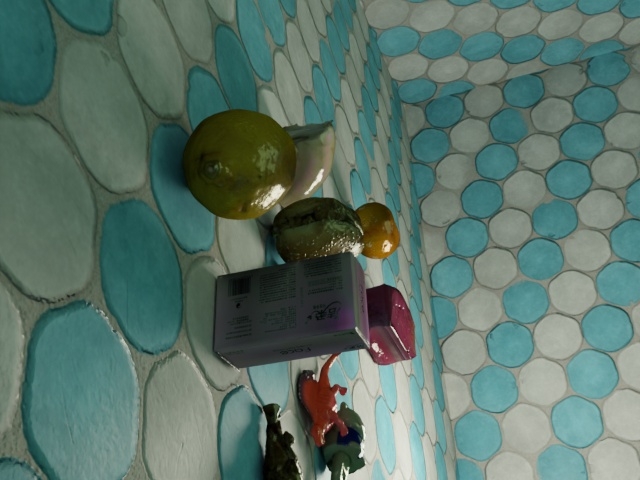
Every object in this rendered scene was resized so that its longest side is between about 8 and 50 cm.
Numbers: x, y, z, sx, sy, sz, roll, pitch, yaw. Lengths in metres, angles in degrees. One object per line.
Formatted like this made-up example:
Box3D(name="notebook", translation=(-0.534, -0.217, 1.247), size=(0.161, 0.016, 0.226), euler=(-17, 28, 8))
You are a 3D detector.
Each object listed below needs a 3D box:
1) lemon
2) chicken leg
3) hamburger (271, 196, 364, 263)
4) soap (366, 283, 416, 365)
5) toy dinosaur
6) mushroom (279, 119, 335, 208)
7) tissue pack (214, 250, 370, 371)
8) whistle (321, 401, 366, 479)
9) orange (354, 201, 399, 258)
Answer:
Box3D(name="lemon", translation=(-0.136, -0.128, 1.227), size=(0.257, 0.188, 0.188), euler=(-50, 126, -73))
Box3D(name="chicken leg", translation=(-0.070, 0.369, 1.280), size=(0.093, 0.070, 0.178), euler=(123, -36, -44))
Box3D(name="hamburger", translation=(0.000, 0.000, 1.578), size=(0.215, 0.189, 0.122), euler=(48, 32, -56))
Box3D(name="soap", translation=(0.205, 0.264, 2.228), size=(0.325, 0.127, 0.220), euler=(61, 24, -47))
Box3D(name="toy dinosaur", translation=(-0.008, 0.318, 1.598), size=(0.139, 0.070, 0.286), euler=(42, 31, -27))
Box3D(name="mushroom", translation=(-0.029, -0.170, 1.670), size=(0.236, 0.162, 0.173), euler=(-59, 133, -65))
Box3D(name="tissue pack", translation=(-0.049, 0.121, 1.221), size=(0.092, 0.246, 0.149), euler=(57, 26, -55))
Box3D(name="whistle", translation=(0.054, 0.453, 1.605), size=(0.244, 0.092, 0.110), euler=(-75, 153, -62))
Box3D(name="orange", translation=(0.165, -0.028, 2.254), size=(0.177, 0.155, 0.178), euler=(-7, 90, -81))
